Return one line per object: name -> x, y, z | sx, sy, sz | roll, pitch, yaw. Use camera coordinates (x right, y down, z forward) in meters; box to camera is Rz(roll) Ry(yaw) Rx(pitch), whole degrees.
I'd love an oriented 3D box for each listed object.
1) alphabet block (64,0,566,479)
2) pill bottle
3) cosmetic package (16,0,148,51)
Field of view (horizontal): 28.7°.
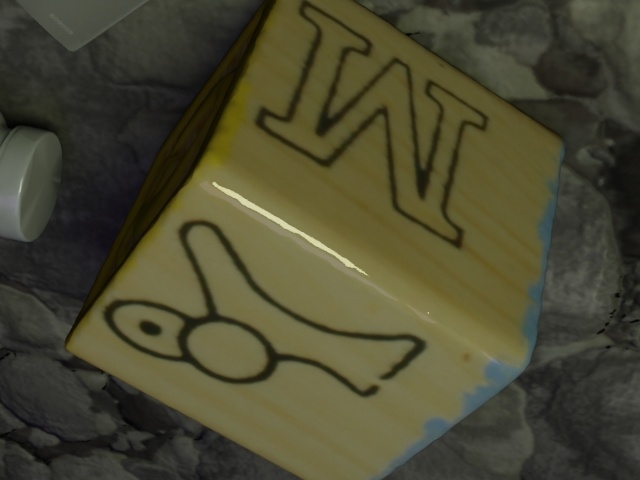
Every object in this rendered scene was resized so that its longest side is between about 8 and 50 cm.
alphabet block -> 0.000, 0.000, 0.721 | 0.197, 0.193, 0.192 | 32, 133, -13
pill bottle -> -0.270, -0.054, 0.821 | 0.184, 0.103, 0.103 | 13, 136, 6
cosmetic package -> -0.058, -0.200, 0.514 | 0.127, 0.238, 0.107 | -27, 123, 33
